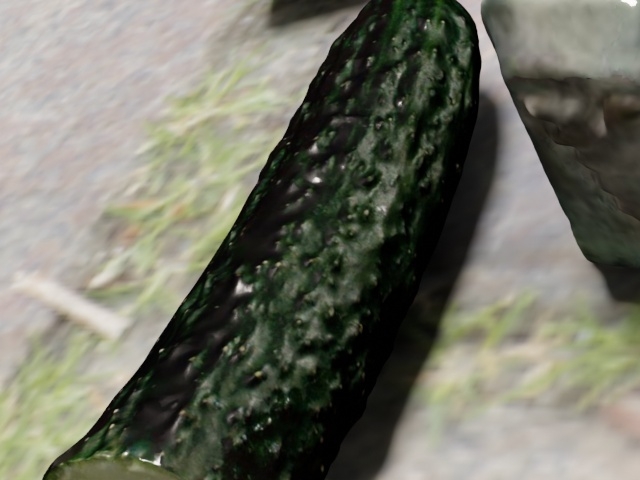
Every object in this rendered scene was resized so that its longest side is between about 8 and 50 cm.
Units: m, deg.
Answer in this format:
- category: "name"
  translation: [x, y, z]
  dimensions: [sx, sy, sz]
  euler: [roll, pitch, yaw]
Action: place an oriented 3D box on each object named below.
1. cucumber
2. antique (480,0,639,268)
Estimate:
- category: "cucumber"
  translation: [0.000, 0.000, 0.479]
  dimensions: [0.052, 0.058, 0.215]
  euler: [-45, 12, 46]
- category: "antique"
  translation: [0.124, -0.072, 0.459]
  dimensions: [0.088, 0.086, 0.183]
  euler: [8, 48, 43]
